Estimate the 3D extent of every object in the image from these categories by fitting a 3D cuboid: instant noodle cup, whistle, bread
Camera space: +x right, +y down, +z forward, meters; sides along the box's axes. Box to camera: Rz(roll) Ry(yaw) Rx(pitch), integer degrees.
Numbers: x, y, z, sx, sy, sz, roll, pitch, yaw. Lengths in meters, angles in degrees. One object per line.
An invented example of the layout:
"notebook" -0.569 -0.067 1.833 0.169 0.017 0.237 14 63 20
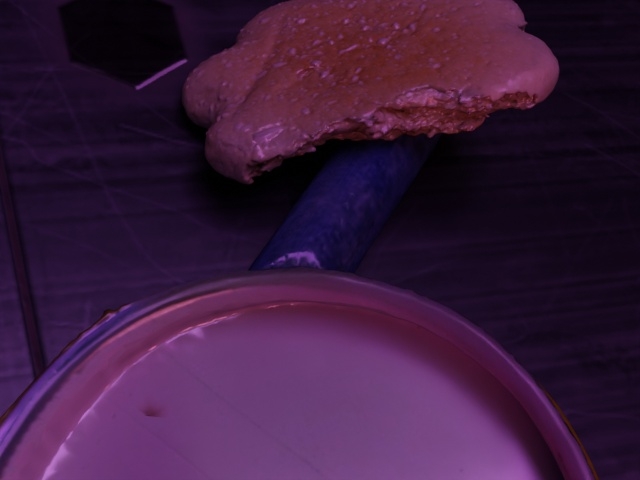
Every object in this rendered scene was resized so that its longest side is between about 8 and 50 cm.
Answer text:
"instant noodle cup" -0.011 0.175 0.575 0.326 0.254 0.325 -2 62 3
"whistle" 0.000 0.000 0.868 0.062 0.062 0.304 33 54 2
"bread" 0.027 -0.125 0.920 0.251 0.039 0.181 -15 45 -6
